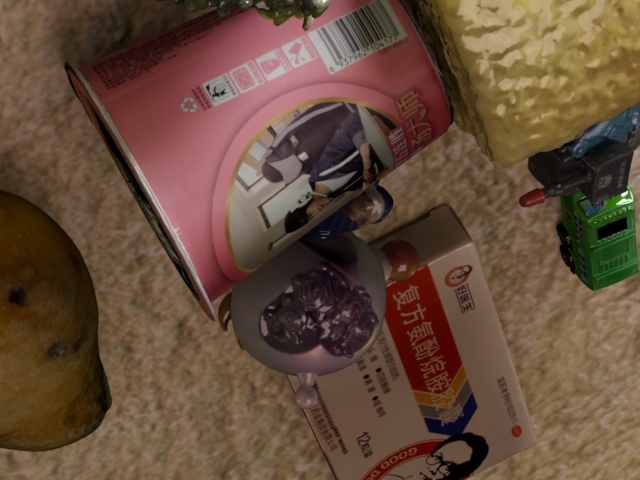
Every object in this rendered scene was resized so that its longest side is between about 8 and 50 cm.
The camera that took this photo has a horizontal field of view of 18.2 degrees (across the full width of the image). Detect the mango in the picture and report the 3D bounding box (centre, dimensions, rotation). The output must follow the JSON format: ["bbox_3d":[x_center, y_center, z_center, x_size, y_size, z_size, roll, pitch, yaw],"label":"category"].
[{"bbox_3d":[-0.278,0.073,1.663,0.176,0.175,0.329,13,154,10],"label":"mango"}]

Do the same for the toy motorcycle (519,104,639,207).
[{"bbox_3d":[0.236,-0.147,1.769,0.182,0.123,0.272,-22,137,-26],"label":"toy motorcycle"}]

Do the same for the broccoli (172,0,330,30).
[{"bbox_3d":[-0.047,-0.276,1.462,0.247,0.263,0.243,-7,172,22],"label":"broccoli"}]

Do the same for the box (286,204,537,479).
[{"bbox_3d":[0.084,0.138,1.996,0.214,0.069,0.353,-27,140,-5],"label":"box"}]

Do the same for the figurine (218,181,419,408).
[{"bbox_3d":[0.011,-0.002,1.752,0.194,0.133,0.274,26,107,-24],"label":"figurine"}]

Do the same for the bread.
[{"bbox_3d":[0.244,-0.242,1.561,0.375,0.165,0.236,-27,124,-9],"label":"bread"}]

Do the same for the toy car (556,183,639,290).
[{"bbox_3d":[0.273,-0.023,1.948,0.071,0.062,0.165,-23,137,-8],"label":"toy car"}]

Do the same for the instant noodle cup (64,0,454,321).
[{"bbox_3d":[-0.040,-0.097,1.578,0.255,0.244,0.244,-30,138,-7],"label":"instant noodle cup"}]
